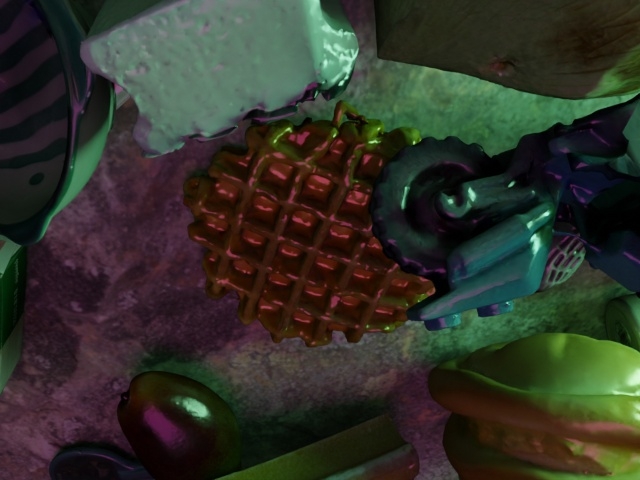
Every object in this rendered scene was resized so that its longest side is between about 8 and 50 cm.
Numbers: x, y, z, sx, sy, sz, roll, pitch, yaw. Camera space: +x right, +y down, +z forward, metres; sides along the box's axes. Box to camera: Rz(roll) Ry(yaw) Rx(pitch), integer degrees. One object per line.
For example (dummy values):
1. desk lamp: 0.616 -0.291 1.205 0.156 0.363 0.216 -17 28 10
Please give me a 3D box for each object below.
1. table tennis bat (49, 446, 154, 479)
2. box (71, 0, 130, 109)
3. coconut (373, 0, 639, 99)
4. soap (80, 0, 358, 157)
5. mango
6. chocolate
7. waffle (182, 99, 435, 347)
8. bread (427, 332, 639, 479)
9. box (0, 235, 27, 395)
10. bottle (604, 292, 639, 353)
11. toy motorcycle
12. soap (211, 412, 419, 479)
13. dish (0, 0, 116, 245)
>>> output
1. table tennis bat: -0.305 0.345 0.864 0.201 0.033 0.124 -8 124 7
2. box: -0.297 -0.106 0.514 0.269 0.079 0.135 -41 117 3
3. coconut: 0.165 -0.232 0.387 0.328 0.281 0.328 -24 155 -12
4. soap: -0.067 -0.182 0.416 0.150 0.261 0.094 -17 131 6
5. mango: -0.172 0.271 0.778 0.133 0.111 0.267 -28 130 -10
6. chocolate: 0.277 -0.006 0.650 0.072 0.072 0.167 29 117 -20
7. waffle: 0.011 -0.003 0.629 0.329 0.062 0.329 2 121 4
8. bread: 0.283 0.243 0.679 0.316 0.211 0.270 0 133 36
9. box: -0.422 0.080 0.662 0.135 0.081 0.199 13 123 -11
10. bottle: 0.486 0.100 0.708 0.233 0.110 0.110 -13 122 4
11. toy motorcycle: 0.259 -0.010 0.511 0.416 0.172 0.232 -12 84 -8
12. soap: -0.011 0.383 0.794 0.281 0.143 0.259 -14 129 -16
13. dish: -0.220 -0.122 0.421 0.224 0.078 0.246 -16 95 34
